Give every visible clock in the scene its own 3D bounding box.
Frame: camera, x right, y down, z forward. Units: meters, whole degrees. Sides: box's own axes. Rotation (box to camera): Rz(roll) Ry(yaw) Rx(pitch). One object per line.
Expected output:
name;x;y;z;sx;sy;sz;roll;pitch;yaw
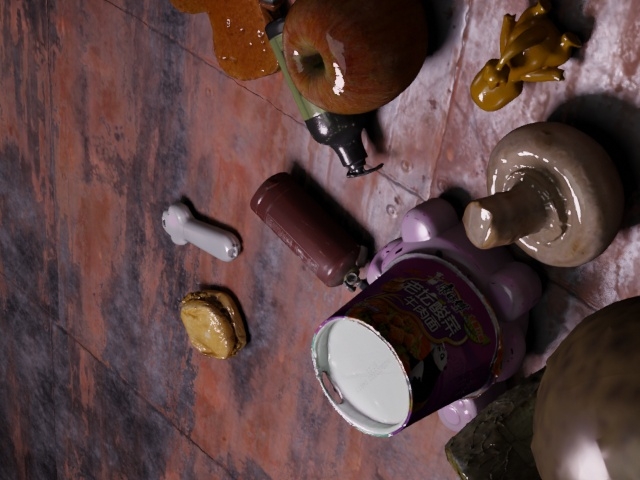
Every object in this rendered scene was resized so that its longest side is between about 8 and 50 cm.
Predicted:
clock;0.200;0.114;1.836;0.295;0.113;0.322;41;137;24

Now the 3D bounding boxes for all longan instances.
longan;0.457;0.245;1.432;0.391;0.391;0.391;26;130;36

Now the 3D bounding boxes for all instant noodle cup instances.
instant noodle cup;0.118;0.166;1.718;0.251;0.190;0.251;23;126;36

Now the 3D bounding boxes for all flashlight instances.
flashlight;-0.235;-0.014;2.292;0.200;0.047;0.093;23;129;34

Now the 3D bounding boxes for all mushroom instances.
mushroom;0.304;-0.064;1.554;0.206;0.209;0.206;-3;85;40

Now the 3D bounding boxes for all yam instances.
yam;0.307;0.305;1.762;0.154;0.254;0.154;50;163;21

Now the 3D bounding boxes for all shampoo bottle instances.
shampoo bottle;0.010;-0.232;1.840;0.101;0.101;0.284;-14;102;51

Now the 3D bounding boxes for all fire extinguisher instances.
fire extinguisher;0.000;0.000;2.007;0.269;0.104;0.105;44;139;20

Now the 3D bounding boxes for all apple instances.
apple;0.050;-0.291;1.693;0.211;0.187;0.211;29;132;39

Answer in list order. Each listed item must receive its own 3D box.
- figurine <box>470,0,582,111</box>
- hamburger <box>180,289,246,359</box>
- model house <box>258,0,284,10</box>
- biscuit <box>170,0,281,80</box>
figurine;0.256;-0.233;1.550;0.121;0.122;0.176;50;140;9
hamburger;-0.221;0.172;2.363;0.138;0.083;0.147;-2;113;44
model house;-0.057;-0.434;1.794;0.148;0.119;0.149;23;138;37
biscuit;-0.162;-0.400;1.969;0.262;0.052;0.277;-14;103;55
